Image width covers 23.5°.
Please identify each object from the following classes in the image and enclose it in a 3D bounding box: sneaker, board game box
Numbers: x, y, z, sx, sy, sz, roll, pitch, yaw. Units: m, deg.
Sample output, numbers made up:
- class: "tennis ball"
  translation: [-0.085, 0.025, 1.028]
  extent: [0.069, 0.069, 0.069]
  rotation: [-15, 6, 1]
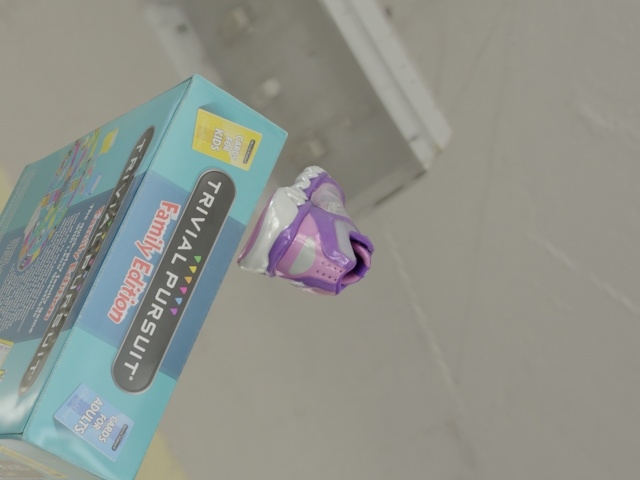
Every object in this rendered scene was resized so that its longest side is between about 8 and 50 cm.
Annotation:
- class: "sneaker"
  translation: [0.000, 0.000, 1.404]
  extent: [0.105, 0.236, 0.095]
  rotation: [27, -77, 3]
- class: "board game box"
  translation: [-0.175, 0.044, 1.074]
  extent: [0.079, 0.253, 0.336]
  rotation: [31, -21, -22]
